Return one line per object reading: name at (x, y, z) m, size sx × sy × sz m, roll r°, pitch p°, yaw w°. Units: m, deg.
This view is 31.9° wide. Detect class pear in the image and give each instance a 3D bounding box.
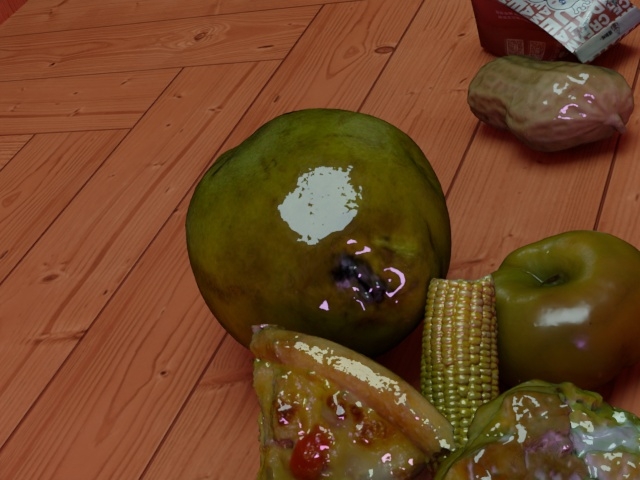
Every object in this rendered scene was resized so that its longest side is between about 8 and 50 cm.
pear at (0.000, 0.000, 1.494) m, size 0.352 × 0.352 × 0.413 m, roll -26°, pitch 35°, yaw -10°

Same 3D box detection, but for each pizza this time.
pizza at (0.002, 0.258, 1.226) m, size 0.280 × 0.288 × 0.075 m, roll 17°, pitch 2°, yaw 26°

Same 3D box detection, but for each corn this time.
corn at (0.162, 0.159, 1.300) m, size 0.093 × 0.093 × 0.244 m, roll -4°, pitch 76°, yaw 20°

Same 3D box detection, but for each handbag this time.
handbag at (0.424, -0.397, 2.033) m, size 0.171 × 0.151 × 0.298 m, roll -34°, pitch 43°, yaw -15°

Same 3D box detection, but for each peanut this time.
peanut at (0.354, -0.221, 1.805) m, size 0.159 × 0.143 × 0.291 m, roll -29°, pitch 31°, yaw -33°

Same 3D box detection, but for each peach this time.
peach at (0.300, 0.089, 1.394) m, size 0.251 × 0.153 × 0.251 m, roll -21°, pitch 18°, yaw 7°

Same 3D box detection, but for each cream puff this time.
cream puff at (0.241, 0.274, 1.115) m, size 0.281 × 0.185 × 0.282 m, roll 2°, pitch 59°, yaw -3°
